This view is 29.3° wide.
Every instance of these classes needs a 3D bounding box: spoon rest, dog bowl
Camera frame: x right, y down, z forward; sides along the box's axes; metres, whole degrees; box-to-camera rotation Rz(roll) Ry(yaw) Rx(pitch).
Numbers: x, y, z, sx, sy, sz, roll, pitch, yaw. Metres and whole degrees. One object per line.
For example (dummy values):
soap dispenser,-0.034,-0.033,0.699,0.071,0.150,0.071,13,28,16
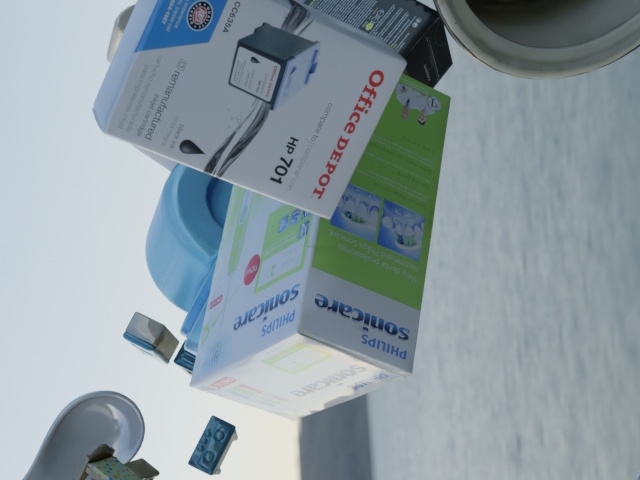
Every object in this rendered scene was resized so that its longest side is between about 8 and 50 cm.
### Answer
spoon rest,-0.372,0.312,1.717,0.137,0.276,0.084,61,174,-30
dog bowl,0.275,-0.403,1.427,0.150,0.408,0.408,-125,25,-51

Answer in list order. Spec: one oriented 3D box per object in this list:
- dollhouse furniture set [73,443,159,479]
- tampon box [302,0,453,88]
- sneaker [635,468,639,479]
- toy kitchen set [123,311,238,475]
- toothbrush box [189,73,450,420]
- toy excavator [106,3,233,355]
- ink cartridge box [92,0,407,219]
dollhouse furniture set,-0.220,0.358,1.656,0.161,0.182,0.101,-7,-53,-62
tampon box,0.066,-0.248,1.522,0.101,0.161,0.120,-51,-25,-10
sneaker,0.609,0.363,2.060,0.090,0.095,0.235,-53,-17,-52
toy kitchen set,-0.215,0.233,1.832,0.166,0.207,0.122,-63,-12,-13
toothbrush box,0.000,0.000,1.127,0.206,0.122,0.283,-30,44,54
toy excavator,-0.144,-0.075,1.599,0.433,0.445,0.222,-63,4,-35
ink cartridge box,-0.054,-0.117,0.915,0.139,0.191,0.082,-64,22,13
